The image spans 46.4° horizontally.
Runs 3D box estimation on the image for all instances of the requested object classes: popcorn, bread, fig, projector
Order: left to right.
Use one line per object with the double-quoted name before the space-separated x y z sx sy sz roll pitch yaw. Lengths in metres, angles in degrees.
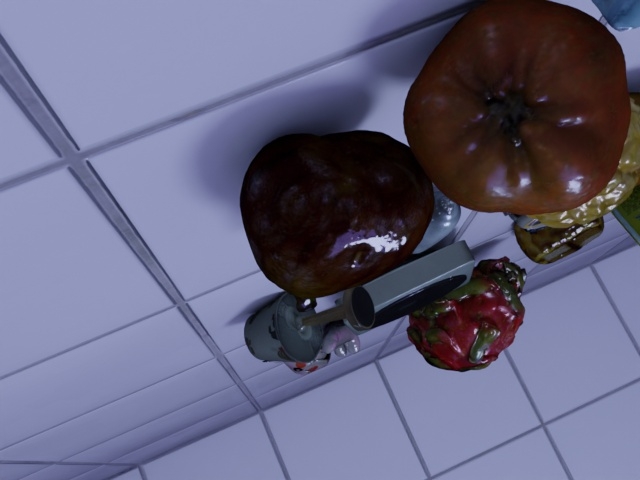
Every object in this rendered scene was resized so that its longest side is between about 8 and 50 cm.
"fig" 0.000 -0.002 0.714 0.170 0.145 0.274 -12 154 -20
"projector" 0.161 0.089 1.425 0.259 0.079 0.257 -25 165 2
"bread" 0.498 -0.023 1.551 0.181 0.096 0.222 -32 163 16
"popcorn" 0.270 -0.096 0.829 0.180 0.170 0.180 -36 -179 1

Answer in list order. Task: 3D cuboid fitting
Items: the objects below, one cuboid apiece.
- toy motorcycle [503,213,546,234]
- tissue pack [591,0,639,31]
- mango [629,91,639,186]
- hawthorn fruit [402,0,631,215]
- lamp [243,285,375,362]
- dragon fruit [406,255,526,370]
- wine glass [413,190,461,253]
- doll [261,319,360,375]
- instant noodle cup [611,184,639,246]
"toy motorcycle" 0.392 -0.093 1.130 0.263 0.091 0.157 -16 156 -18
"tissue pack" 0.279 -0.252 0.436 0.177 0.089 0.263 -23 163 -10
"mango" 0.397 -0.127 0.976 0.221 0.120 0.151 -14 167 -34
"hawthorn fruit" 0.160 -0.101 0.599 0.189 0.189 0.189 -23 165 -7
"lamp" -0.020 0.135 1.205 0.214 0.121 0.121 -18 171 31
"dragon fruit" 0.324 0.156 1.646 0.231 0.237 0.303 -39 170 -48
"wine glass" 0.165 -0.044 1.009 0.074 0.074 0.262 -19 166 -20
"doll" -0.011 0.223 1.588 0.192 0.095 0.149 -33 157 34
"instant noodle cup" 0.697 -0.056 1.404 0.221 0.311 0.311 -40 161 19
